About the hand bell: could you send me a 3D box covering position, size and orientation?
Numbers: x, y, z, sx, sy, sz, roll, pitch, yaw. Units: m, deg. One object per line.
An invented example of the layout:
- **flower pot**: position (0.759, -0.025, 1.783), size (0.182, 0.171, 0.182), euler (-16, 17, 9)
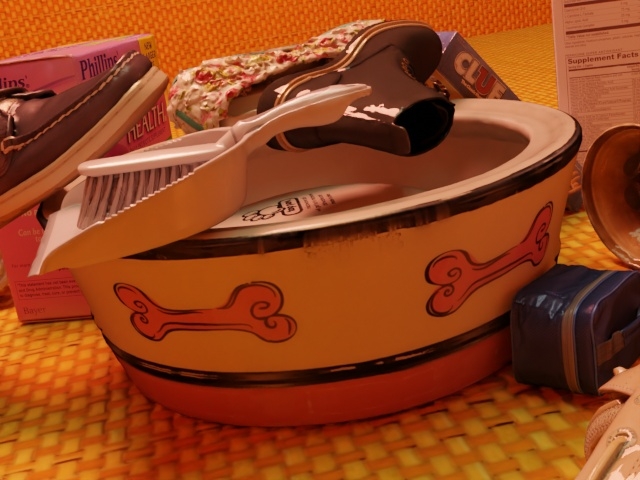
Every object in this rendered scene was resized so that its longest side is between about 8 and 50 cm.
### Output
- **hand bell**: position (0.359, -0.069, 0.738), size (0.241, 0.126, 0.126), euler (-20, 20, -25)

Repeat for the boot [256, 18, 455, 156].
- **boot**: position (0.068, -0.111, 0.645), size (0.137, 0.077, 0.198), euler (14, 41, 42)

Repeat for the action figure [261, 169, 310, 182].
- **action figure**: position (-0.043, -0.038, 0.893), size (0.232, 0.137, 0.063), euler (-2, 26, -11)

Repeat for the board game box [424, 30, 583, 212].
- **board game box**: position (0.156, -0.124, 0.893), size (0.042, 0.243, 0.165), euler (-56, 31, -7)

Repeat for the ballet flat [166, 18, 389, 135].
- **ballet flat**: position (-0.014, -0.127, 0.736), size (0.240, 0.091, 0.077), euler (-21, 51, -23)

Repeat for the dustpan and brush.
- **dustpan and brush**: position (-0.067, -0.047, 0.507), size (0.211, 0.060, 0.147), euler (-12, 18, -9)

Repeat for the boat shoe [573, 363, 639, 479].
- **boat shoe**: position (0.170, 0.089, 0.388), size (0.098, 0.109, 0.302), euler (5, 27, 35)

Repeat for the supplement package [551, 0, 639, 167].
- **supplement package**: position (0.366, -0.207, 0.958), size (0.197, 0.263, 0.199), euler (-4, 19, 17)

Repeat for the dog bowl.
- **dog bowl**: position (0.000, 0.000, 0.677), size (0.407, 0.151, 0.408), euler (-8, 18, 3)

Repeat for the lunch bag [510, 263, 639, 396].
- **lunch bag**: position (0.173, 0.056, 0.549), size (0.065, 0.067, 0.098), euler (7, 22, 39)

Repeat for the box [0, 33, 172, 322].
- **box**: position (-0.232, -0.072, 0.862), size (0.117, 0.243, 0.213), euler (-6, 17, 11)

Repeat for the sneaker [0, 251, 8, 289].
- **sneaker**: position (-0.462, 0.046, 0.874), size (0.282, 0.102, 0.161), euler (-9, 9, -25)

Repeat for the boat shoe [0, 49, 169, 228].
- **boat shoe**: position (-0.237, -0.065, 0.621), size (0.285, 0.092, 0.103), euler (-27, 20, 26)
